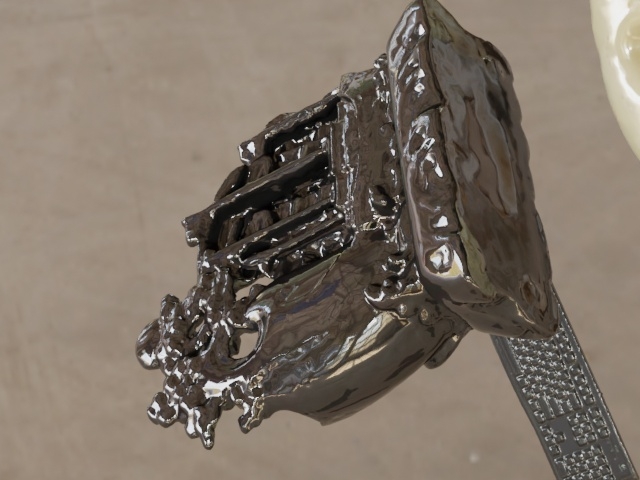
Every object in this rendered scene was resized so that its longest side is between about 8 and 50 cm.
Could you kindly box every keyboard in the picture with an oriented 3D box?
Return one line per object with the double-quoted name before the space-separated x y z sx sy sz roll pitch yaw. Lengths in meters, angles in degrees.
"keyboard" 0.236 0.100 1.969 0.103 0.381 0.041 -26 -9 29

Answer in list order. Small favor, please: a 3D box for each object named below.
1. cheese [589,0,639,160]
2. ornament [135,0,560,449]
"cheese" 0.229 -0.123 0.934 0.117 0.235 0.218 -15 22 36
"ornament" 0.000 0.000 1.108 0.260 0.106 0.251 -23 52 27
